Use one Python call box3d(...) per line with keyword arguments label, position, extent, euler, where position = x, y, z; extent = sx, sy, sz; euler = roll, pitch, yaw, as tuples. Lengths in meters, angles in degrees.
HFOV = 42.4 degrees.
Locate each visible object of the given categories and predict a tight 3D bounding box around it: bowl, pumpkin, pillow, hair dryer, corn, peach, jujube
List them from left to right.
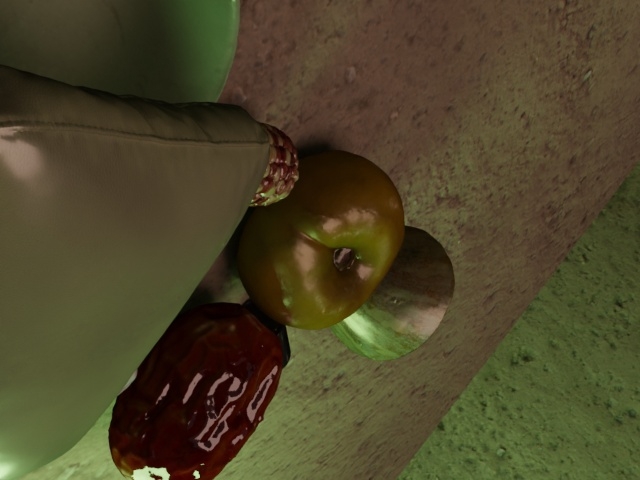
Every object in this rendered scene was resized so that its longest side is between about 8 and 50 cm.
box3d(label="bowl", position=(-0.210, -0.127, 0.522), extent=(0.307, 0.163, 0.307), euler=(-35, 158, -17))
box3d(label="pillow", position=(-0.183, 0.042, 0.510), extent=(0.322, 0.120, 0.255), euler=(-50, 159, 20))
box3d(label="corn", position=(-0.130, -0.082, 0.824), extent=(0.290, 0.098, 0.098), euler=(-2, 124, -54))
box3d(label="jujube", position=(-0.155, 0.196, 1.030), extent=(0.250, 0.174, 0.174), euler=(-49, 154, -4))
box3d(label="hair dryer", position=(-0.146, 0.194, 1.165), extent=(0.248, 0.070, 0.114), euler=(-39, 150, -20))
box3d(label="peach", position=(0.000, 0.000, 1.086), extent=(0.251, 0.153, 0.251), euler=(-22, 128, -32))
box3d(label="pumpkin", position=(0.075, 0.064, 1.229), extent=(0.110, 0.217, 0.217), euler=(25, 101, -46))

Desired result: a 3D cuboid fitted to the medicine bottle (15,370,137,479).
box3d(label="medicine bottle", position=(-0.279, 0.136, 0.795), extent=(0.168, 0.135, 0.135), euler=(-40, 151, -31))
